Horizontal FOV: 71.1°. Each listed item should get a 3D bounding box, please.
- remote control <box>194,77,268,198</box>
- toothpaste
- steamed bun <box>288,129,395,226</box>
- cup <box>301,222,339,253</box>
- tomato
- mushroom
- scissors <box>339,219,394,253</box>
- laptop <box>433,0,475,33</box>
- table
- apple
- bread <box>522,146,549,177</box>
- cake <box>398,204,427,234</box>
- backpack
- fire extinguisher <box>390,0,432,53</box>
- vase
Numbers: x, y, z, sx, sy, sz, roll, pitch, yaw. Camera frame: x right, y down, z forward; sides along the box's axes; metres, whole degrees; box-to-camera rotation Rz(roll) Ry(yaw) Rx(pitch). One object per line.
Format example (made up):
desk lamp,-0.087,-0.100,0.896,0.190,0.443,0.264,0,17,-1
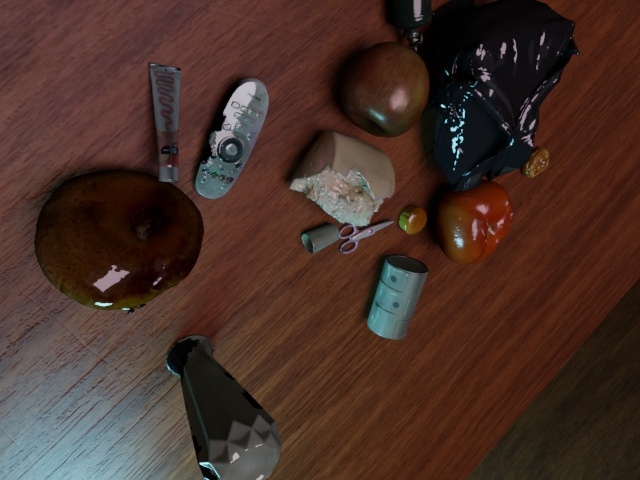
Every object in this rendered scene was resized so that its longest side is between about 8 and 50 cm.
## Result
remote control,-0.181,-0.202,0.897,0.097,0.045,0.256,20,104,-39
toothpaste,-0.274,-0.209,0.800,0.056,0.036,0.205,-3,92,-38
steamed bun,0.057,-0.132,1.019,0.225,0.170,0.200,12,110,-37
cup,0.003,0.001,1.125,0.083,0.054,0.075,-25,125,-25
tomato,0.445,-0.059,1.323,0.259,0.180,0.260,-19,126,-29
mushroom,-0.360,0.005,0.784,0.254,0.267,0.267,-31,133,16
scissors,0.127,-0.024,1.220,0.176,0.022,0.085,-21,121,-22
laptop,0.348,-0.507,1.132,0.135,0.016,0.197,-35,128,-14
table,0.225,0.165,1.321,0.126,0.126,0.220,-1,115,-35
apple,0.140,-0.324,0.966,0.188,0.188,0.174,29,90,-41
bread,0.724,-0.264,1.505,0.110,0.044,0.083,-35,125,-18
cake,0.268,-0.059,1.288,0.084,0.044,0.084,-15,121,-26
backpack,0.428,-0.338,1.116,0.363,0.255,0.446,-23,138,-15
fire extinguisher,0.192,-0.538,0.951,0.093,0.118,0.294,-8,122,4
vase,-0.221,0.346,0.943,0.165,0.360,0.165,-16,121,-28
